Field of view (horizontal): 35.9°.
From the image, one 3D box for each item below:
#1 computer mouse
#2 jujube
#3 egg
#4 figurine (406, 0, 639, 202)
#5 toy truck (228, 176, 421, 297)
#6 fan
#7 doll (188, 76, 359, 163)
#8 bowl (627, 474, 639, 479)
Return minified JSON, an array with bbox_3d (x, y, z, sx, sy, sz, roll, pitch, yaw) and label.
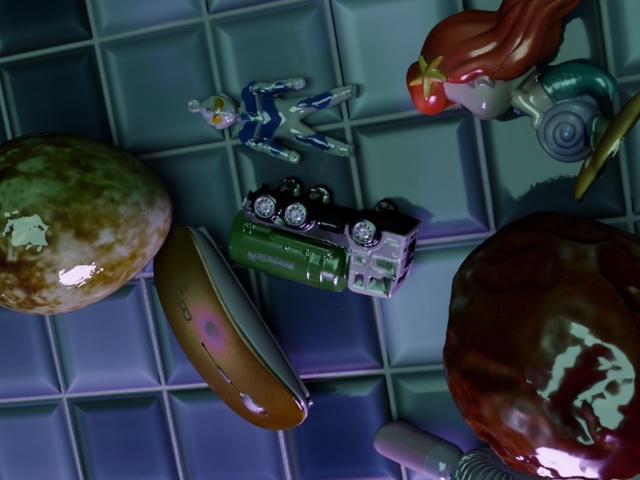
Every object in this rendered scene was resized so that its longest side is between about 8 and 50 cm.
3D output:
[{"bbox_3d":[-0.129,0.125,1.320,0.310,0.072,0.158,58,144,-1],"label":"computer mouse"},{"bbox_3d":[0.267,0.103,1.060,0.276,0.377,0.276,1,94,12],"label":"jujube"},{"bbox_3d":[-0.338,-0.027,1.292,0.289,0.238,0.238,-17,96,4],"label":"egg"},{"bbox_3d":[0.243,-0.190,1.130,0.257,0.181,0.208,34,148,10],"label":"figurine"},{"bbox_3d":[0.000,0.000,1.268,0.242,0.101,0.125,14,109,16],"label":"toy truck"},{"bbox_3d":[0.180,0.296,1.266,0.244,0.130,0.074,21,102,26],"label":"fan"},{"bbox_3d":[-0.064,-0.157,1.279,0.227,0.057,0.114,6,106,14],"label":"doll"},{"bbox_3d":[0.489,0.365,1.170,0.277,0.145,0.277,4,104,16],"label":"bowl"}]
